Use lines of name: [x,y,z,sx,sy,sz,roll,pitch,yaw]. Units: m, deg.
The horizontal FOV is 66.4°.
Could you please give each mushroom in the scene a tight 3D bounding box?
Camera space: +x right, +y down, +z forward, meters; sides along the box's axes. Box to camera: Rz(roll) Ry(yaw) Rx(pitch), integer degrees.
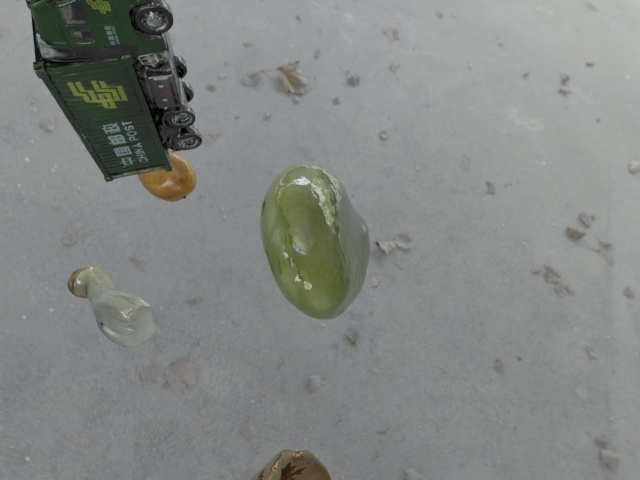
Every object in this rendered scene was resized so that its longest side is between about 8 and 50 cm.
mushroom: [-0.559,0.160,1.312,0.329,0.159,0.122,29,12,34]

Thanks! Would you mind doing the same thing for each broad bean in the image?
broad bean: [-0.001,0.000,0.748,0.119,0.291,0.237,-10,88,18]

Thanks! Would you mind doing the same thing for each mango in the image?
mango: [-0.348,-0.146,1.082,0.165,0.115,0.089,13,19,25]

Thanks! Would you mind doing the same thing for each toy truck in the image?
toy truck: [-0.189,-0.162,0.471,0.121,0.259,0.088,-11,69,-10]

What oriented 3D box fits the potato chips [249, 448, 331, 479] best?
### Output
potato chips: [-0.044,0.262,0.381,0.062,0.195,0.208,-6,35,18]
